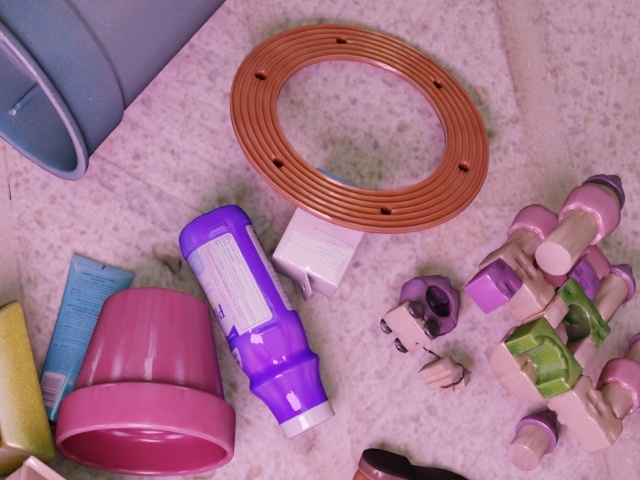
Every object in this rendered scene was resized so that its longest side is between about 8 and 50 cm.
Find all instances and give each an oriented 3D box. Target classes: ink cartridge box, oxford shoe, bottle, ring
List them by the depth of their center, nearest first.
[{"bbox_3d":[-0.074,0.099,1.401,0.092,0.118,0.282,-26,83,-10],"label":"bottle"},{"bbox_3d":[0.136,0.322,1.410,0.212,0.076,0.076,21,107,-3],"label":"oxford shoe"},{"bbox_3d":[0.000,0.000,1.440,0.090,0.092,0.143,27,77,1],"label":"ink cartridge box"},{"bbox_3d":[0.049,-0.141,1.449,0.337,0.032,0.336,9,51,-12],"label":"ring"}]

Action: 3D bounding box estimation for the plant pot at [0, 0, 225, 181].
[{"bbox_3d":[-0.283,-0.307,1.373,0.341,0.341,0.334,42,71,4],"label":"plant pot"}]

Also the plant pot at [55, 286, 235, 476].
[{"bbox_3d":[-0.197,0.161,1.349,0.202,0.201,0.180,3,63,-5],"label":"plant pot"}]

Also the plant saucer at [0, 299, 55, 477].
[{"bbox_3d":[-0.401,0.183,1.333,0.188,0.045,0.188,-22,78,32],"label":"plant saucer"}]

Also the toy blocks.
[{"bbox_3d":[0.306,0.085,1.415,0.288,0.309,0.260,53,46,-6],"label":"toy blocks"}]

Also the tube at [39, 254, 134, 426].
[{"bbox_3d":[-0.296,0.123,1.413,0.080,0.052,0.207,18,72,-6],"label":"tube"}]

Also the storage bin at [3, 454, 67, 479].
[{"bbox_3d":[-0.305,0.397,1.201,0.262,0.123,0.260,-38,118,13],"label":"storage bin"}]
